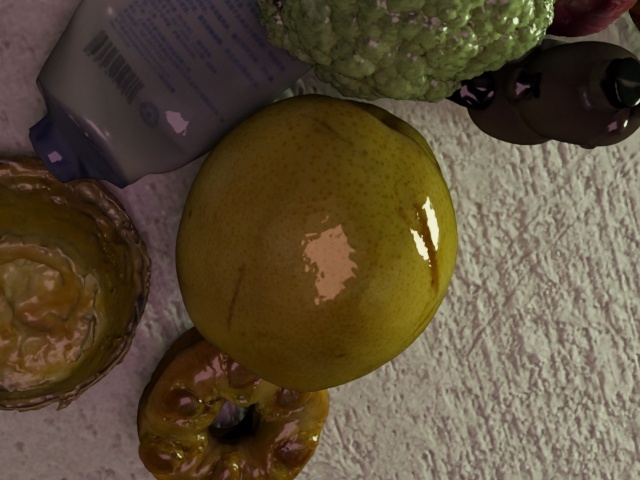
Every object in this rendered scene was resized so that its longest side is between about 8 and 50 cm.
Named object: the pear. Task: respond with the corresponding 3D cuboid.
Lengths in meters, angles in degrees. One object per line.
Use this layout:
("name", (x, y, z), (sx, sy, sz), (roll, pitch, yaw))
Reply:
("pear", (0.000, 0.000, 1.695), (0.314, 0.314, 0.314), (-4, 111, -11))

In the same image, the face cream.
("face cream", (-0.129, -0.214, 1.684), (0.420, 0.137, 0.235), (-40, 114, -5))

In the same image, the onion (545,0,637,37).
("onion", (0.268, -0.332, 1.690), (0.163, 0.230, 0.230), (-18, 119, -44))

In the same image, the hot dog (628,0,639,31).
("hot dog", (0.411, -0.240, 1.773), (0.123, 0.093, 0.261), (-25, 125, 9))

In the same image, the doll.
("doll", (0.257, -0.159, 1.719), (0.182, 0.257, 0.117), (12, 89, -35))

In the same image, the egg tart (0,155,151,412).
("egg tart", (-0.332, 0.060, 1.729), (0.315, 0.120, 0.315), (-4, 111, -12))

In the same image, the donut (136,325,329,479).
("donut", (-0.103, 0.199, 1.835), (0.226, 0.114, 0.227), (-4, 111, -11))

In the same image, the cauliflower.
("cauliflower", (0.084, -0.273, 1.632), (0.275, 0.250, 0.272), (31, 140, -23))
